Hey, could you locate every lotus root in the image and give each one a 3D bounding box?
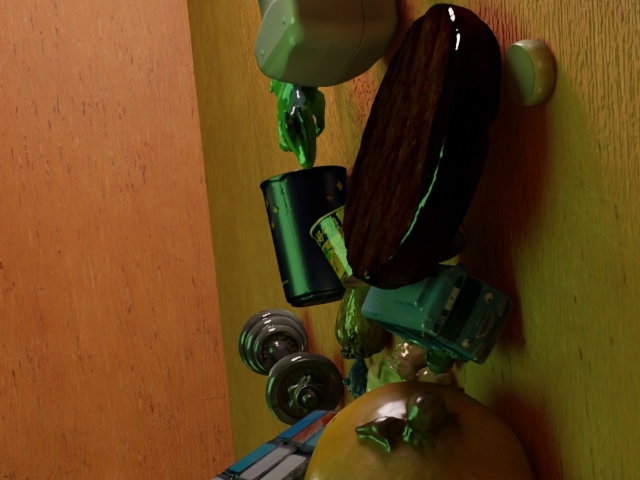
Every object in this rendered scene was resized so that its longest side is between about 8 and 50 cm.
[{"bbox_3d":[0.084,0.131,2.010,0.108,0.094,0.191,13,101,32],"label":"lotus root"}]

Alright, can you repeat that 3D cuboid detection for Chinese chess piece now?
[{"bbox_3d":[0.262,-0.210,1.325,0.084,0.034,0.084,171,90,-73],"label":"Chinese chess piece"}]

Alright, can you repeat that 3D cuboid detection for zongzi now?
[{"bbox_3d":[0.194,0.145,1.692,0.109,0.055,0.119,104,165,-54],"label":"zongzi"}]

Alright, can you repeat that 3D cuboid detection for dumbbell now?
[{"bbox_3d":[-0.077,0.290,2.466,0.406,0.179,0.179,-134,40,-65],"label":"dumbbell"}]

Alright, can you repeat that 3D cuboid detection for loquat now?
[{"bbox_3d":[0.136,0.336,1.464,0.328,0.328,0.359,-116,20,-49],"label":"loquat"}]

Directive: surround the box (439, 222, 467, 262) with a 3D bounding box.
[{"bbox_3d":[0.169,-0.005,1.605,0.105,0.105,0.037,106,158,-54],"label":"box"}]

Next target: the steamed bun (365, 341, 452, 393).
[{"bbox_3d":[0.154,0.266,1.787,0.192,0.106,0.177,55,145,43],"label":"steamed bun"}]

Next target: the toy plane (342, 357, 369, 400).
[{"bbox_3d":[0.077,0.250,2.131,0.054,0.062,0.167,-178,91,-74],"label":"toy plane"}]

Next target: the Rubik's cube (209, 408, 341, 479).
[{"bbox_3d":[-0.006,0.515,1.795,0.362,0.363,0.359,55,160,-2],"label":"Rubik's cube"}]

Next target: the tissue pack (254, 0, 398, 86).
[{"bbox_3d":[0.005,-0.437,1.794,0.229,0.236,0.333,137,125,-60],"label":"tissue pack"}]

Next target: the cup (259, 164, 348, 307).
[{"bbox_3d":[0.014,-0.005,2.149,0.178,0.255,0.256,-17,81,36],"label":"cup"}]

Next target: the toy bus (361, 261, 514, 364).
[{"bbox_3d":[0.164,0.097,1.542,0.116,0.133,0.234,-61,19,-9],"label":"toy bus"}]

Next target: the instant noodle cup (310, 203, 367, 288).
[{"bbox_3d":[0.070,0.009,1.910,0.151,0.151,0.122,113,139,-61],"label":"instant noodle cup"}]

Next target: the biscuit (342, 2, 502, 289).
[{"bbox_3d":[0.141,-0.125,1.479,0.407,0.091,0.407,-164,90,-75],"label":"biscuit"}]

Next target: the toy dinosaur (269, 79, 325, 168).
[{"bbox_3d":[-0.069,-0.398,1.949,0.374,0.144,0.500,-72,-28,-75],"label":"toy dinosaur"}]
